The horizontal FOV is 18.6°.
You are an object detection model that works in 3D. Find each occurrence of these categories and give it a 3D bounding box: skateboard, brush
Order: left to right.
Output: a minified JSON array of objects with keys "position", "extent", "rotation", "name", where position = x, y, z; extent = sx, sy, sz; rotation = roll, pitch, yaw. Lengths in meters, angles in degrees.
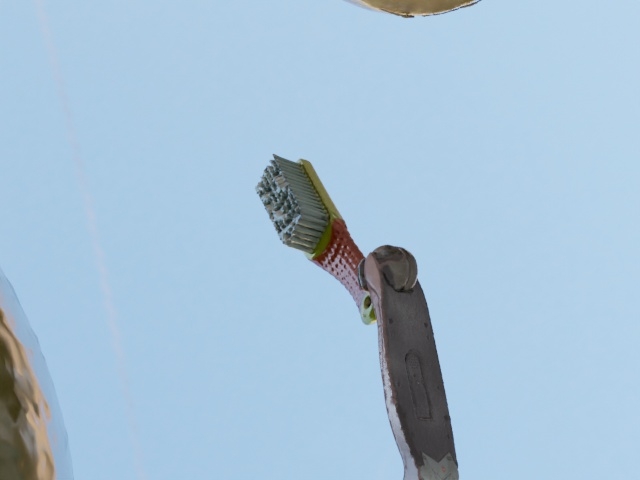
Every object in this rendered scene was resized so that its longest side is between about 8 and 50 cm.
[{"position":[-0.008,0.043,0.380],"extent":[0.032,0.083,0.064],"rotation":[8,-116,-48],"name":"skateboard"},{"position":[0.000,0.000,0.628],"extent":[0.021,0.019,0.083],"rotation":[16,-155,-33],"name":"brush"}]

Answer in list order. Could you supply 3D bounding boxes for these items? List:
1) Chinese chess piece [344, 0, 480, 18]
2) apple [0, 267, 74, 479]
[{"position":[0.069,-0.264,1.226],"extent":[0.251,0.251,0.097],"rotation":[1,-148,-42],"name":"Chinese chess piece"},{"position":[-0.191,0.063,0.513],"extent":[0.258,0.233,0.295],"rotation":[42,-166,-12],"name":"apple"}]
